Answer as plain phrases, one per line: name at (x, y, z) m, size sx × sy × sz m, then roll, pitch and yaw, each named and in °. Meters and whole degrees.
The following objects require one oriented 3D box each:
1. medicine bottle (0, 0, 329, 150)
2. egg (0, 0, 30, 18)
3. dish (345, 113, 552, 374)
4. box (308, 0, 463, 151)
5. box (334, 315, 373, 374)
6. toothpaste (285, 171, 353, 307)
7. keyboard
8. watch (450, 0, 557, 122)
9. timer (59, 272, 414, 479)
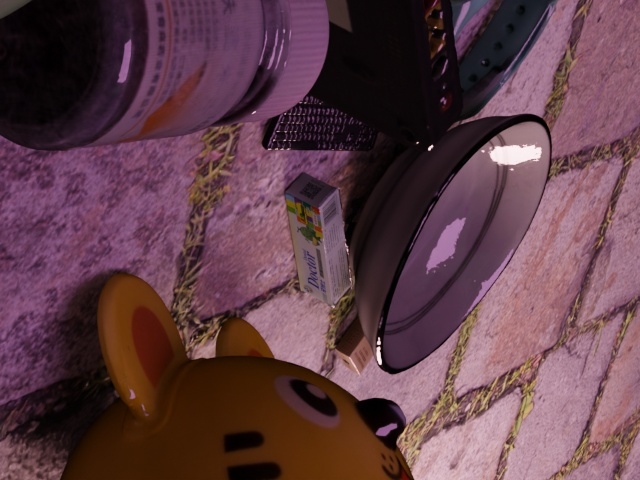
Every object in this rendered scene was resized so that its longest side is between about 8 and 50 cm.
medicine bottle at (-0.125, -0.154, 1.447) m, size 0.273 × 0.165 × 0.165 m, roll -11°, pitch 126°, yaw -56°
egg at (-0.240, -0.220, 1.110) m, size 0.269 × 0.220 × 0.220 m, roll -21°, pitch 134°, yaw -45°
dish at (0.115, -0.016, 2.085) m, size 0.316 × 0.106 × 0.316 m, roll -44°, pitch 154°, yaw -29°
box at (0.007, -0.225, 1.561) m, size 0.058 × 0.211 × 0.350 m, roll -46°, pitch 150°, yaw -22°
box at (0.053, 0.101, 2.187) m, size 0.083 × 0.024 × 0.053 m, roll -53°, pitch 153°, yaw -12°
toothpaste at (0.000, 0.000, 1.963) m, size 0.034 × 0.046 × 0.164 m, roll -49°, pitch 152°, yaw -27°
keyboard at (0.009, -0.114, 1.901) m, size 0.204 × 0.013 × 0.061 m, roll -3°, pitch 120°, yaw -60°
watch at (0.167, -0.225, 2.010) m, size 0.237 × 0.068 × 0.195 m, roll -47°, pitch 152°, yaw -23°
timer at (-0.079, 0.228, 1.781) m, size 0.376 × 0.376 × 0.387 m, roll 33°, pitch 44°, yaw -64°
